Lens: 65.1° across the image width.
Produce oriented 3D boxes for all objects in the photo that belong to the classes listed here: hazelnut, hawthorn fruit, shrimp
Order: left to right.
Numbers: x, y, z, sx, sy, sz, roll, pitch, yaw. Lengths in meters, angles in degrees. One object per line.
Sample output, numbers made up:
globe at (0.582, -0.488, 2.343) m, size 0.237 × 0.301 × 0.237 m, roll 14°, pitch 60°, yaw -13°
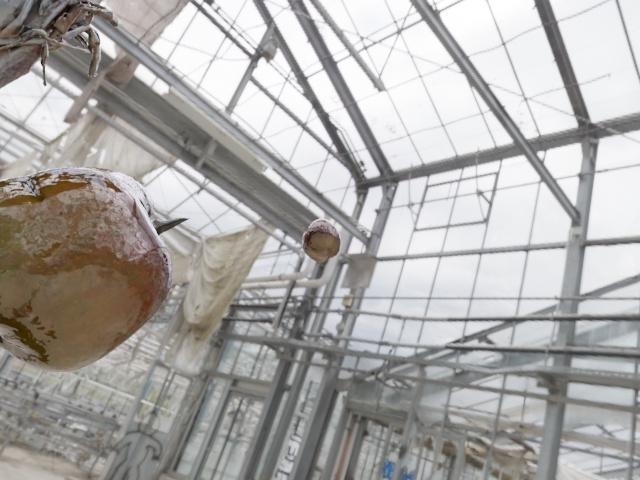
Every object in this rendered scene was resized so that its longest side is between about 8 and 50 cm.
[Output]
shrimp at (-0.326, -0.277, 0.614) m, size 0.116 × 0.343 × 0.145 m, roll -10°, pitch -66°, yaw 56°
hawthorn fruit at (-0.327, 0.021, 0.696) m, size 0.268 × 0.301 × 0.267 m, roll 38°, pitch -37°, yaw 37°
hazelnut at (0.000, 0.000, 0.963) m, size 0.086 × 0.086 × 0.086 m, roll 17°, pitch -24°, yaw 8°
